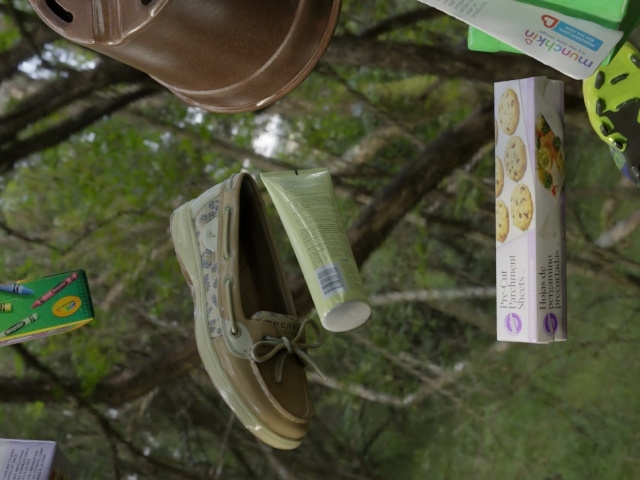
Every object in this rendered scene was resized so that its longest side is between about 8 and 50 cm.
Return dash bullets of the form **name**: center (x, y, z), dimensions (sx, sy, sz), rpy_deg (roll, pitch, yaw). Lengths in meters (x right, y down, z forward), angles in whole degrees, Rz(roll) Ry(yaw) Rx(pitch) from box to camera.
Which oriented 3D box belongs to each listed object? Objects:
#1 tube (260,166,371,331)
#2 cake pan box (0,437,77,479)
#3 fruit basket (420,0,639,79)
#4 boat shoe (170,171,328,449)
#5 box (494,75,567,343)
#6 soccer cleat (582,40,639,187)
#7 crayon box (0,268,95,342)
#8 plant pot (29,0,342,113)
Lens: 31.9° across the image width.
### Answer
- **tube**: center (0.000, 0.000, 1.369), dimensions (0.062, 0.070, 0.240), rpy_deg (-37, 51, 21)
- **cake pan box**: center (-0.372, 0.302, 1.000), dimensions (0.070, 0.246, 0.266), rpy_deg (78, -163, -51)
- **fruit basket**: center (0.126, -0.289, 0.898), dimensions (0.327, 0.353, 0.165), rpy_deg (-51, -27, -29)
- **boat shoe**: center (-0.066, 0.063, 1.091), dimensions (0.089, 0.105, 0.285), rpy_deg (-36, 63, 24)
- **box**: center (0.258, -0.037, 1.378), dimensions (0.067, 0.063, 0.324), rpy_deg (0, 90, 50)
- **soccer cleat**: center (0.398, -0.174, 1.482), dimensions (0.093, 0.289, 0.121), rpy_deg (-30, 47, 11)
- **crayon box**: center (-0.489, 0.116, 1.652), dimensions (0.165, 0.278, 0.081), rpy_deg (-24, 80, 66)
- **plant pot**: center (-0.095, -0.174, 0.725), dimensions (0.165, 0.167, 0.167), rpy_deg (1, -70, -64)
